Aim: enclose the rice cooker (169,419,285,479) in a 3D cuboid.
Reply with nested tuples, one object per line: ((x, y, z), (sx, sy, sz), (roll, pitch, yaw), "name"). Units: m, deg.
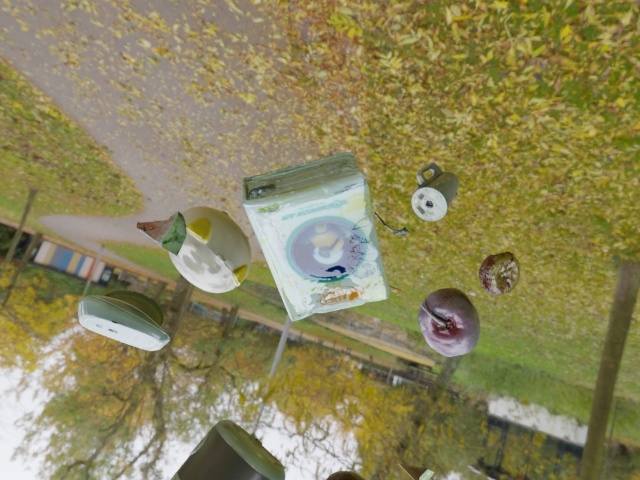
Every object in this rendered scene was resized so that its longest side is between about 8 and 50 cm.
((-0.273, 0.704, 1.352), (0.288, 0.277, 0.288), (37, 163, 13), "rice cooker")

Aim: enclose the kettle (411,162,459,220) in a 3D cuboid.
((0.502, -0.230, 2.051), (0.210, 0.243, 0.160), (46, 135, -1), "kettle")

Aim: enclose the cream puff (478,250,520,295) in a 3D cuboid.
((0.570, 0.101, 1.490), (0.149, 0.149, 0.084), (27, -177, -28), "cream puff")

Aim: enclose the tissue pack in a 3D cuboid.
((0.000, 0.000, 1.161), (0.287, 0.162, 0.388), (-13, 126, 5), "tissue pack")

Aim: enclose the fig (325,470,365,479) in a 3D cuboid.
((0.086, 0.887, 1.628), (0.204, 0.186, 0.249), (61, 177, -11), "fig")

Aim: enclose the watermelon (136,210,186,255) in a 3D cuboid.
((-0.501, -0.005, 1.460), (0.158, 0.121, 0.098), (-11, 141, 6), "watermelon")

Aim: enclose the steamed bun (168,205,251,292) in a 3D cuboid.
((-0.451, 0.039, 1.904), (0.333, 0.334, 0.374), (2, 137, 53), "steamed bun")

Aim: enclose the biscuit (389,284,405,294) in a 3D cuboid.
((0.339, 0.240, 2.426), (0.220, 0.029, 0.142), (19, 178, -9), "biscuit")

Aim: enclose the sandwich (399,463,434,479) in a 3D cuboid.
((0.404, 0.957, 1.950), (0.074, 0.074, 0.116), (42, 173, -40), "sandwich")

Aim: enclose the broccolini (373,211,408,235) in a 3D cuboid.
((0.316, -0.070, 2.127), (0.194, 0.052, 0.054), (30, -170, 20), "broccolini")

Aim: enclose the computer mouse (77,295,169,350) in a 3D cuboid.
((-0.608, 0.249, 1.447), (0.288, 0.097, 0.159), (26, 140, -20), "computer mouse")

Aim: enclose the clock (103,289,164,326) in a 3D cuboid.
((-0.681, 0.264, 1.666), (0.234, 0.029, 0.235), (25, -157, -11), "clock")

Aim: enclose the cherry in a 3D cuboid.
((0.409, 0.256, 1.466), (0.183, 0.214, 0.266), (-13, 175, 37), "cherry")
